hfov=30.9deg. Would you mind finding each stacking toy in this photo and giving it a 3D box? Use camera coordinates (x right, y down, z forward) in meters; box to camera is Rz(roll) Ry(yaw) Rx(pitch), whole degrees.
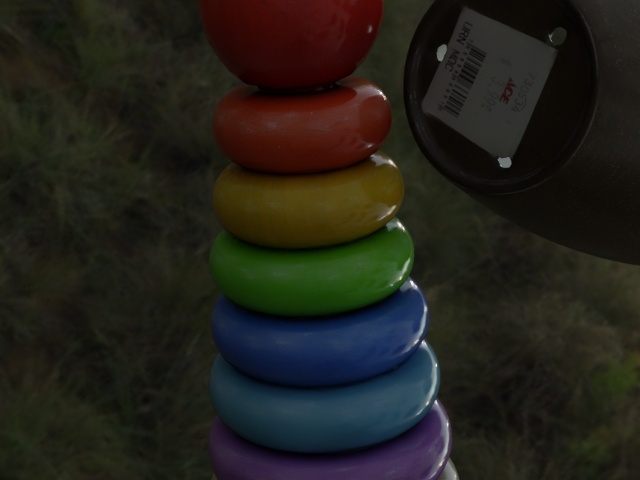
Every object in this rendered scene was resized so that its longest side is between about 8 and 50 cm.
[{"bbox_3d":[0.000,0.000,0.592,0.141,0.141,0.330,-38,130,-59],"label":"stacking toy"}]

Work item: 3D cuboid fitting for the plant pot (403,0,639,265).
[{"bbox_3d":[0.152,-0.081,0.628,0.230,0.215,0.215,-6,63,-50],"label":"plant pot"}]
